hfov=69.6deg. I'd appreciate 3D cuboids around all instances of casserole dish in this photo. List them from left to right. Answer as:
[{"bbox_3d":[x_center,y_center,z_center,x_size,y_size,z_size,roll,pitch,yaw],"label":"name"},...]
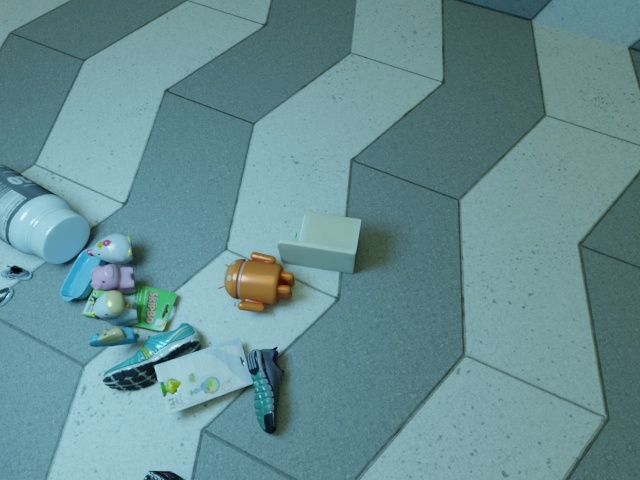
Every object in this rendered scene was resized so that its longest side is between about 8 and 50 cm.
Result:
[{"bbox_3d":[-0.728,0.107,1.426,0.114,0.037,0.188,2,62,28],"label":"casserole dish"}]

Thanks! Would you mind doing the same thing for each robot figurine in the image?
[{"bbox_3d":[-0.190,0.124,1.375,0.220,0.128,0.157,8,101,5],"label":"robot figurine"}]

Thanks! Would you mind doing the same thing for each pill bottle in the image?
[{"bbox_3d":[-0.926,-0.081,1.448,0.361,0.204,0.204,28,67,13],"label":"pill bottle"}]

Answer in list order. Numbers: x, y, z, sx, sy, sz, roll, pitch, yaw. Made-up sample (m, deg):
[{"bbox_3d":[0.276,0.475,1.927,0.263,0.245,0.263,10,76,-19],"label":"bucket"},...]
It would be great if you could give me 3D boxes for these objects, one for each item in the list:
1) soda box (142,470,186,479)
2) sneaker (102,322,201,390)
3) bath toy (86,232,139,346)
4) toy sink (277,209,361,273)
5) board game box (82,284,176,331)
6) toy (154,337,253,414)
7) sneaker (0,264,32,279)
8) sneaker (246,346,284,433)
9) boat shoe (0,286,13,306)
[{"bbox_3d":[-0.382,0.596,1.112,0.053,0.168,0.060,24,66,14],"label":"soda box"},{"bbox_3d":[-0.475,0.330,1.307,0.276,0.107,0.110,-26,46,-17],"label":"sneaker"},{"bbox_3d":[-0.602,0.131,1.325,0.129,0.151,0.348,-6,60,-19],"label":"bath toy"},{"bbox_3d":[0.000,0.000,1.423,0.235,0.152,0.131,8,63,6],"label":"toy sink"},{"bbox_3d":[-0.572,0.195,1.396,0.260,0.039,0.124,10,64,9],"label":"board game box"},{"bbox_3d":[-0.322,0.376,1.282,0.238,0.056,0.136,-15,71,-20],"label":"toy"},{"bbox_3d":[-0.960,0.094,1.433,0.098,0.069,0.038,0,63,1],"label":"sneaker"},{"bbox_3d":[-0.130,0.404,1.262,0.098,0.083,0.223,-2,75,-39],"label":"sneaker"},{"bbox_3d":[-1.010,0.190,1.401,0.142,0.040,0.049,-38,68,-17],"label":"boat shoe"}]
